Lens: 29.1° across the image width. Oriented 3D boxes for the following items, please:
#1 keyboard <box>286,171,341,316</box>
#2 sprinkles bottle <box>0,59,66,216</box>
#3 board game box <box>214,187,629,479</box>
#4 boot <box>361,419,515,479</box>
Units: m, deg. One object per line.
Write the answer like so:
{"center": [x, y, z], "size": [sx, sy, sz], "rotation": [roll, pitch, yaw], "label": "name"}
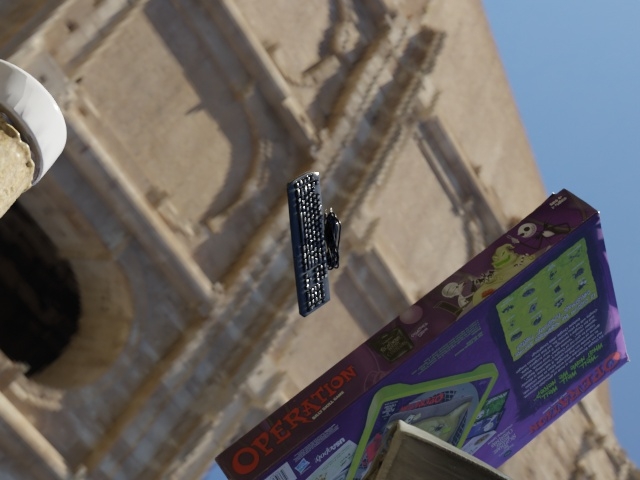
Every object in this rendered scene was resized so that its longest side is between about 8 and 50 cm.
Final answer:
{"center": [0.000, 0.000, 1.629], "size": [0.038, 0.192, 0.100], "rotation": [8, -154, 28], "label": "keyboard"}
{"center": [-0.350, -0.005, 1.019], "size": [0.121, 0.121, 0.355], "rotation": [-8, -142, 37], "label": "sprinkles bottle"}
{"center": [0.097, 0.132, 0.992], "size": [0.347, 0.208, 0.056], "rotation": [-36, -137, -12], "label": "board game box"}
{"center": [0.106, 0.215, 0.741], "size": [0.076, 0.208, 0.189], "rotation": [-88, -164, -66], "label": "boot"}
